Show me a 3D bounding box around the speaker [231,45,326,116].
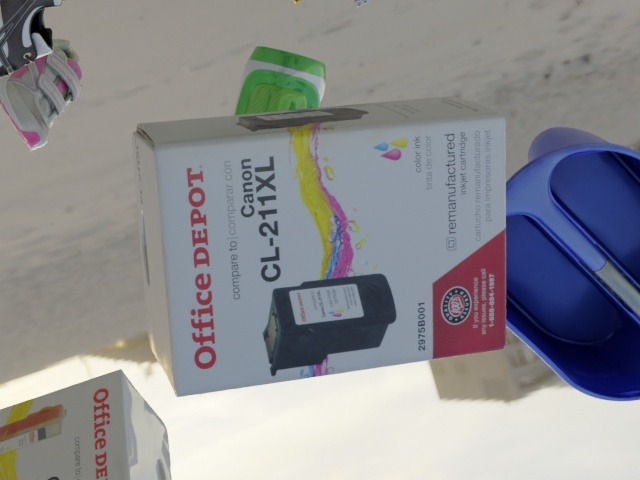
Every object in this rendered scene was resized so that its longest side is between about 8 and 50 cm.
[{"bbox_3d":[-0.081,-0.133,1.652,0.131,0.296,0.131,14,-175,-1],"label":"speaker"}]

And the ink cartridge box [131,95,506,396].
[{"bbox_3d":[0.000,0.000,0.562,0.175,0.127,0.072,-7,-164,-15],"label":"ink cartridge box"}]

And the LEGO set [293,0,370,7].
[{"bbox_3d":[-0.021,-0.366,1.413,0.087,0.227,0.093,-23,-138,21],"label":"LEGO set"}]

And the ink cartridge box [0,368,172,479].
[{"bbox_3d":[-0.416,0.381,1.565,0.385,0.160,0.279,-19,-134,5],"label":"ink cartridge box"}]

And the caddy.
[{"bbox_3d":[0.319,0.030,1.260,0.241,0.341,0.179,-45,-161,8],"label":"caddy"}]

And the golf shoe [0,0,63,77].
[{"bbox_3d":[-0.328,-0.192,1.131,0.198,0.094,0.077,-58,-165,30],"label":"golf shoe"}]

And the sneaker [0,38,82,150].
[{"bbox_3d":[-0.429,-0.242,1.714,0.111,0.103,0.252,-17,-134,5],"label":"sneaker"}]
